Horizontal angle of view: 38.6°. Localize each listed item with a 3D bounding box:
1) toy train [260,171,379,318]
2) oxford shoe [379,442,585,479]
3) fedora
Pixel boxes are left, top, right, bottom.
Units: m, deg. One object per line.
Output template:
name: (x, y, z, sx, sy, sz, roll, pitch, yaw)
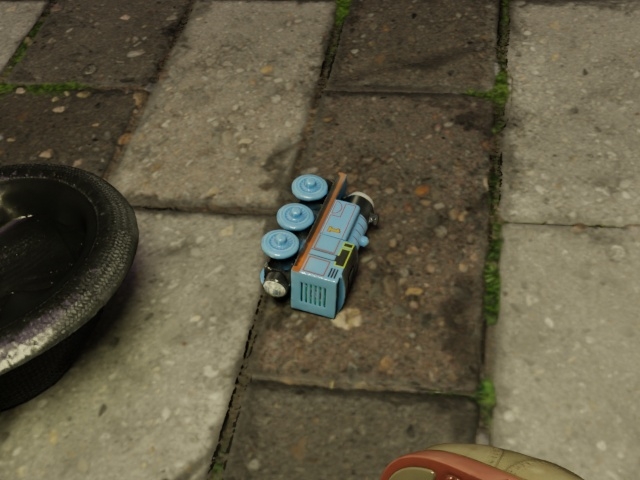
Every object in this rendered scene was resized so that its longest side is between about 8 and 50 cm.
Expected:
toy train: (0.000, 0.000, 1.029, 0.105, 0.080, 0.184, 16, 47, 10)
oxford shoe: (0.222, 0.234, 0.714, 0.348, 0.123, 0.130, 20, 17, 32)
fedora: (-0.339, 0.068, 0.949, 0.333, 0.153, 0.334, -4, 45, 4)
